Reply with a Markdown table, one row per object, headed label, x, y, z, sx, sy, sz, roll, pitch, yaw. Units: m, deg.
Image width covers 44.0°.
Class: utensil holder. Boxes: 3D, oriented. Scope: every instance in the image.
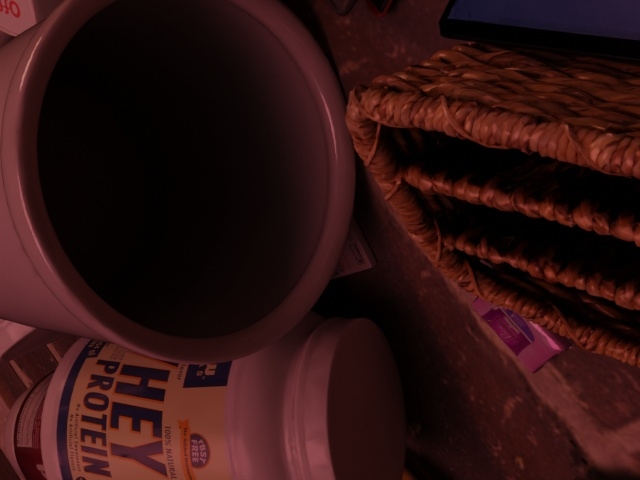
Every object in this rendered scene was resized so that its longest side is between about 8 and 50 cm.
| label | x | y | z | sx | sy | sz | roll | pitch | yaw |
| --- | --- | --- | --- | --- | --- | --- | --- | --- | --- |
| utensil holder | -0.210 | -0.060 | 0.785 | 0.385 | 0.328 | 0.327 | -2 | 112 | 49 |

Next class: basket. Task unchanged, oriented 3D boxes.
| label | x | y | z | sx | sy | sz | roll | pitch | yaw |
| --- | --- | --- | --- | --- | --- | --- | --- | --- | --- |
| basket | 0.188 | 0.000 | 0.470 | 0.299 | 0.223 | 0.213 | 21 | 127 | 37 |

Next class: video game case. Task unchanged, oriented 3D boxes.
| label | x | y | z | sx | sy | sz | roll | pitch | yaw |
| --- | --- | --- | --- | --- | --- | --- | --- | --- | --- |
| video game case | 0.000 | 0.000 | 0.842 | 0.122 | 0.011 | 0.087 | -20 | 98 | 51 |

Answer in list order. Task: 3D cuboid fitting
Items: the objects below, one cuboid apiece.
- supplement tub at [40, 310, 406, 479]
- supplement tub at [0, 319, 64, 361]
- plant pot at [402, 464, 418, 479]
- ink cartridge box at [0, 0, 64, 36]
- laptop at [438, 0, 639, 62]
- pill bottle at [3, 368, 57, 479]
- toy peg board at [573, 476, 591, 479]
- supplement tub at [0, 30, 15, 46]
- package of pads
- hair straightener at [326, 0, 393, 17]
| label | x | y | z | sx | sy | sz | roll | pitch | yaw |
| --- | --- | --- | --- | --- | --- | --- | --- | --- | --- |
| supplement tub | -0.096 | 0.192 | 0.830 | 0.325 | 0.235 | 0.235 | -8 | 109 | 25 |
| supplement tub | -0.454 | -0.019 | 1.141 | 0.331 | 0.241 | 0.241 | 57 | 141 | 4 |
| plant pot | 0.034 | 0.403 | 0.893 | 0.254 | 0.254 | 0.239 | 14 | 139 | 42 |
| ink cartridge box | -0.340 | -0.400 | 0.864 | 0.226 | 0.131 | 0.306 | 28 | 133 | 34 |
| laptop | 0.180 | -0.238 | 0.393 | 0.234 | 0.136 | 0.264 | 20 | 132 | 38 |
| pill bottle | -0.339 | 0.298 | 1.229 | 0.392 | 0.224 | 0.224 | -16 | 101 | 51 |
| toy peg board | 0.271 | 0.295 | 0.636 | 0.161 | 0.079 | 0.161 | 60 | 156 | -12 |
| supplement tub | -0.451 | -0.294 | 1.100 | 0.071 | 0.071 | 0.107 | 57 | 143 | 4 |
| package of pads | 0.174 | 0.069 | 0.679 | 0.083 | 0.032 | 0.050 | 49 | 139 | 13 |
| hair straightener | 0.055 | -0.250 | 0.561 | 0.230 | 0.089 | 0.047 | -50 | 59 | 51 |
